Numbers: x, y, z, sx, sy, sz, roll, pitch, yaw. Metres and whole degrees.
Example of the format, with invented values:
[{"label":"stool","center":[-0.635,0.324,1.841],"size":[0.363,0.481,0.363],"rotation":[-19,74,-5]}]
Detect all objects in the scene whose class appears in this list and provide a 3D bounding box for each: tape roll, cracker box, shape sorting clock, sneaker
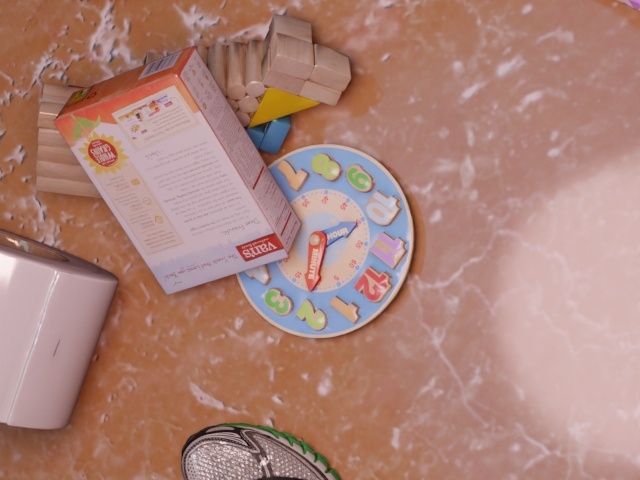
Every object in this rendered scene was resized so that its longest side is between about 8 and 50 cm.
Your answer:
[{"label":"tape roll","center":[-0.354,0.079,1.765],"size":[0.246,0.246,0.169],"rotation":[20,91,19]},{"label":"cracker box","center":[-0.143,-0.068,1.709],"size":[0.156,0.067,0.232],"rotation":[-17,118,26]},{"label":"shape sorting clock","center":[0.000,0.000,1.759],"size":[0.206,0.040,0.206],"rotation":[-2,85,18]},{"label":"sneaker","center":[-0.014,0.311,1.683],"size":[0.343,0.146,0.134],"rotation":[41,99,18]}]

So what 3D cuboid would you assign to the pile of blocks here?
[{"label":"pile of blocks","center":[-0.139,-0.144,1.799],"size":[0.362,0.149,0.112],"rotation":[-13,38,8]}]

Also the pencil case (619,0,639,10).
[{"label":"pencil case","center":[0.297,-0.276,1.654],"size":[0.206,0.086,0.088],"rotation":[25,52,20]}]
